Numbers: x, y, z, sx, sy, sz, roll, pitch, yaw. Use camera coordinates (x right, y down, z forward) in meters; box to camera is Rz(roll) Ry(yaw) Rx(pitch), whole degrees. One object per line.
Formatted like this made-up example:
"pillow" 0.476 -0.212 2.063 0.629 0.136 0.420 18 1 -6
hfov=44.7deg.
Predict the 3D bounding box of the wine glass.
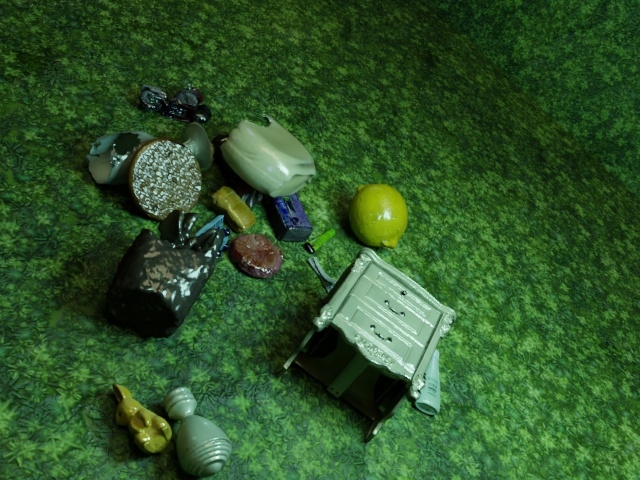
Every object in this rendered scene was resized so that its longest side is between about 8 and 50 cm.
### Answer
"wine glass" -0.429 -0.219 1.985 0.321 0.143 0.143 -18 62 -44

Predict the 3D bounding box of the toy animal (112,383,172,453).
"toy animal" -0.359 0.344 1.515 0.159 0.083 0.070 40 65 23

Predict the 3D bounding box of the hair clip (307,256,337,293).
"hair clip" 0.009 0.086 2.060 0.030 0.039 0.115 -7 52 -47

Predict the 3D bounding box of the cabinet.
"cabinet" 0.112 0.239 1.823 0.290 0.227 0.318 37 38 2

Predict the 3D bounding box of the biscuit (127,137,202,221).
"biscuit" -0.384 -0.149 1.919 0.212 0.212 0.036 -10 12 -42

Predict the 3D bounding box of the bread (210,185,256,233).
"bread" -0.228 -0.080 2.039 0.132 0.053 0.074 50 41 1

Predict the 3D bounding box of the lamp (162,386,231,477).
"lamp" -0.247 0.376 1.527 0.106 0.106 0.193 -5 46 -39

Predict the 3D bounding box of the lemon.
"lemon" 0.167 -0.068 2.226 0.173 0.173 0.206 -2 61 -37

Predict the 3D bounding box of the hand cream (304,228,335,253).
"hand cream" 0.000 0.000 2.152 0.036 0.023 0.122 52 41 3

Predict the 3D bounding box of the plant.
"plant" -0.342 0.064 1.704 0.188 0.199 0.276 32 45 -9

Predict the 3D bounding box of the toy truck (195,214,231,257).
"toy truck" -0.257 -0.015 1.959 0.074 0.063 0.136 22 33 15

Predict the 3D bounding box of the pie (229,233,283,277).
"pie" -0.162 0.034 1.988 0.153 0.038 0.153 21 38 -18

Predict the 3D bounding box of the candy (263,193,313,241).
"candy" -0.113 -0.127 2.173 0.088 0.061 0.312 6 46 -34

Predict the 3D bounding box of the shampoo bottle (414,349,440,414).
"shampoo bottle" 0.278 0.353 1.972 0.069 0.041 0.191 24 39 -5

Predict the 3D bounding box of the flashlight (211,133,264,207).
"flashlight" -0.234 -0.195 2.145 0.093 0.093 0.232 -2 46 -37

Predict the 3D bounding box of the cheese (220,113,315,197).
"cheese" -0.136 -0.224 2.070 0.233 0.127 0.266 47 22 15

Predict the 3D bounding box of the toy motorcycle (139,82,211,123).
"toy motorcycle" -0.414 -0.403 2.224 0.213 0.082 0.122 10 46 -29
